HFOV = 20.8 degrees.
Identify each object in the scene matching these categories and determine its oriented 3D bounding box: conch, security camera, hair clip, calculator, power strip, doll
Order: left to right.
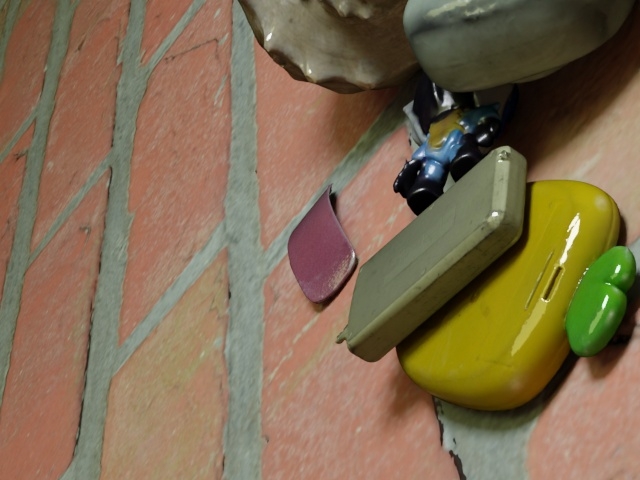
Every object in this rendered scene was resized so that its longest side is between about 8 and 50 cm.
[{"bbox_3d":[-0.001,-0.001,1.328,0.054,0.022,0.137,-49,23,17],"label":"hair clip"},{"bbox_3d":[0.041,-0.257,1.383,0.263,0.186,0.324,-38,26,6],"label":"conch"},{"bbox_3d":[0.067,0.014,1.067,0.169,0.028,0.076,-43,25,39],"label":"power strip"},{"bbox_3d":[0.092,-0.086,1.158,0.096,0.070,0.195,-30,25,27],"label":"doll"},{"bbox_3d":[0.110,0.030,1.024,0.146,0.032,0.235,-64,20,-11],"label":"calculator"},{"bbox_3d":[0.153,-0.203,1.169,0.157,0.080,0.301,-17,29,30],"label":"security camera"}]
